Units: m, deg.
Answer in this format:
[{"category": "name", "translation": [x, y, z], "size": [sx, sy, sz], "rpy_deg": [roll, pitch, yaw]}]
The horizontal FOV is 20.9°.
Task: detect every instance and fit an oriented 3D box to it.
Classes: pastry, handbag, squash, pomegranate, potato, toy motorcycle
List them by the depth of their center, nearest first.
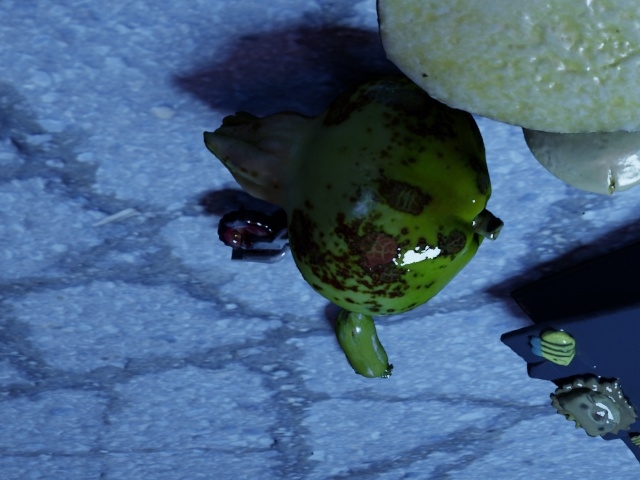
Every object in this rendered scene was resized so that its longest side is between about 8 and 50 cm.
[{"category": "potato", "translation": [0.201, -0.214, 1.485], "size": [0.299, 0.116, 0.239], "rpy_deg": [6, 141, 12]}, {"category": "pastry", "translation": [0.262, -0.121, 1.603], "size": [0.156, 0.156, 0.092], "rpy_deg": [-14, 155, 21]}, {"category": "pomegranate", "translation": [0.032, -0.060, 1.653], "size": [0.276, 0.222, 0.204], "rpy_deg": [31, 158, -15]}, {"category": "toy motorcycle", "translation": [0.000, 0.000, 1.880], "size": [0.215, 0.080, 0.122], "rpy_deg": [1, 147, 8]}, {"category": "handbag", "translation": [0.408, 0.142, 2.010], "size": [0.329, 0.122, 0.303], "rpy_deg": [-20, 128, 40]}, {"category": "squash", "translation": [0.052, 0.131, 2.128], "size": [0.052, 0.052, 0.183], "rpy_deg": [-6, 152, 9]}]
